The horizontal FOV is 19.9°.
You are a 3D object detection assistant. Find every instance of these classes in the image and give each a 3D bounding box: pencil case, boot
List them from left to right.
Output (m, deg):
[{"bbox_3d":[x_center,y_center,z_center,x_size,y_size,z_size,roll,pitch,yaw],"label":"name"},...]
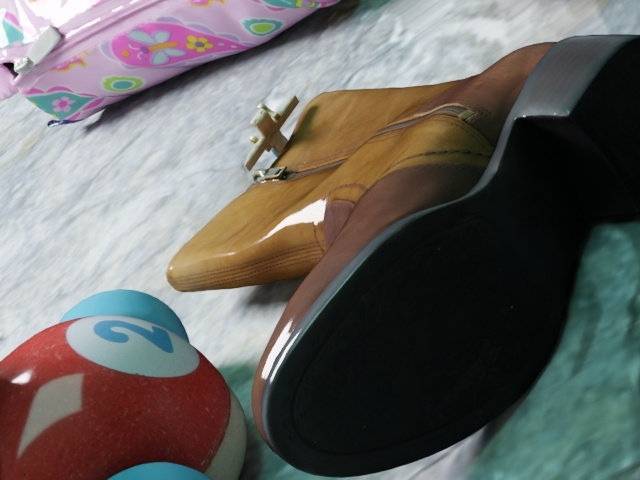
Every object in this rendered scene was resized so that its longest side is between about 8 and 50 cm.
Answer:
[{"bbox_3d":[-0.108,-0.170,1.249,0.284,0.124,0.124,-18,32,38],"label":"pencil case"},{"bbox_3d":[0.000,0.000,0.852,0.280,0.096,0.264,-3,44,54],"label":"boot"}]

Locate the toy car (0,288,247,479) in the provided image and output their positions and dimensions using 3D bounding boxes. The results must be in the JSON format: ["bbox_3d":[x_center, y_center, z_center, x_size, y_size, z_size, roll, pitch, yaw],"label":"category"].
[{"bbox_3d":[-0.174,0.072,0.805,0.210,0.238,0.219,-38,25,6],"label":"toy car"}]

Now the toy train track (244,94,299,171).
[{"bbox_3d":[-0.028,-0.056,1.014,0.014,0.083,0.048,33,83,19],"label":"toy train track"}]
